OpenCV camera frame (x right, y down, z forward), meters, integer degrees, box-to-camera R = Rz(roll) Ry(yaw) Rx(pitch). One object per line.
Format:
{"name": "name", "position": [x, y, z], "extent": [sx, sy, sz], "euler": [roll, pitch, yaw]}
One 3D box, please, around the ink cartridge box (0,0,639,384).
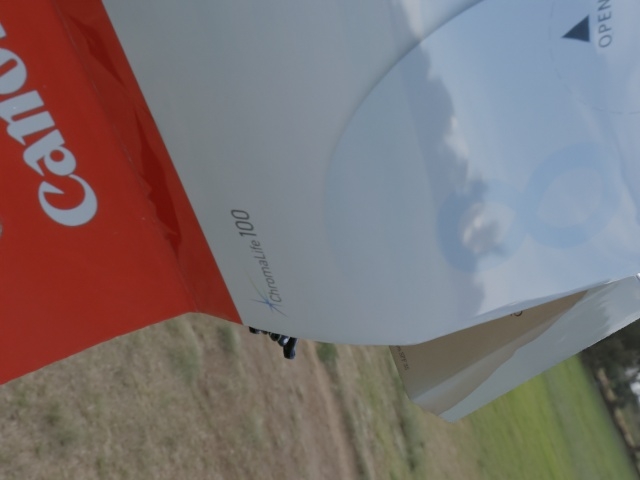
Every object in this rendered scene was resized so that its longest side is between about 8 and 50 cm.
{"name": "ink cartridge box", "position": [-0.041, -0.064, 0.364], "extent": [0.091, 0.384, 0.308], "euler": [-111, -178, -51]}

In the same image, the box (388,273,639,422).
{"name": "box", "position": [0.244, 0.088, 1.041], "extent": [0.121, 0.311, 0.148], "euler": [35, 26, -45]}

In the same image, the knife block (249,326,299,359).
{"name": "knife block", "position": [0.000, 0.000, 0.983], "extent": [0.088, 0.276, 0.242], "euler": [30, -11, 30]}
